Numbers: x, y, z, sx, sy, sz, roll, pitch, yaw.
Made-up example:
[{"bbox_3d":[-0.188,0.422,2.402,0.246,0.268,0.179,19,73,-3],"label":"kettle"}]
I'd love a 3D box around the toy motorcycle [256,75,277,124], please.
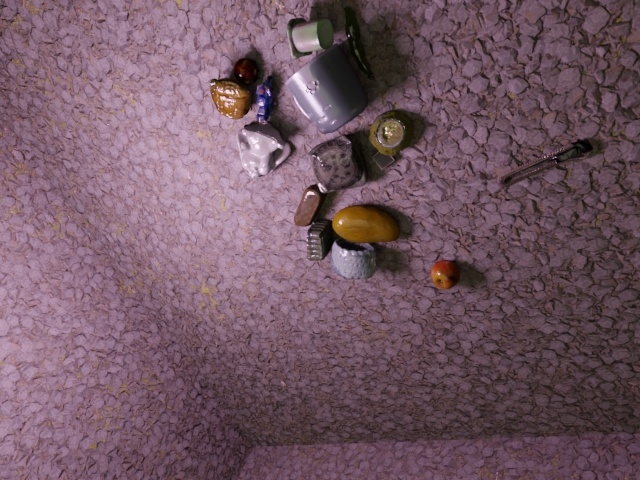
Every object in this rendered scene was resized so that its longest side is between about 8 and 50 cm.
[{"bbox_3d":[-0.252,-0.637,1.860,0.076,0.114,0.205,17,124,10],"label":"toy motorcycle"}]

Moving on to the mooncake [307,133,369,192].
[{"bbox_3d":[0.077,-0.347,1.900,0.250,0.136,0.254,-12,115,22],"label":"mooncake"}]

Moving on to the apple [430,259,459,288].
[{"bbox_3d":[0.612,0.171,2.014,0.146,0.146,0.146,10,122,15],"label":"apple"}]

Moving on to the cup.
[{"bbox_3d":[0.013,-0.602,1.725,0.274,0.259,0.356,54,154,-15],"label":"cup"}]

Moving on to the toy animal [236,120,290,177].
[{"bbox_3d":[-0.295,-0.440,1.966,0.249,0.174,0.289,40,125,-20],"label":"toy animal"}]

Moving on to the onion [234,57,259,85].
[{"bbox_3d":[-0.332,-0.752,1.828,0.118,0.118,0.117,1,116,20],"label":"onion"}]

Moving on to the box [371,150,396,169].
[{"bbox_3d":[0.286,-0.376,1.863,0.083,0.035,0.079,-36,103,33],"label":"box"}]

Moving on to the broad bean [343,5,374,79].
[{"bbox_3d":[0.146,-0.790,1.662,0.060,0.043,0.297,-16,114,16],"label":"broad bean"}]

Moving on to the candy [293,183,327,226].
[{"bbox_3d":[-0.053,-0.175,2.073,0.102,0.104,0.234,30,125,8],"label":"candy"}]

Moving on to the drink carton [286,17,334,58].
[{"bbox_3d":[-0.033,-0.814,1.627,0.142,0.146,0.144,12,124,38],"label":"drink carton"}]

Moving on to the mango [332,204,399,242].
[{"bbox_3d":[0.220,-0.082,2.011,0.331,0.142,0.195,1,124,12],"label":"mango"}]

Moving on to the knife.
[{"bbox_3d":[0.903,-0.304,1.670,0.365,0.043,0.089,-23,108,31],"label":"knife"}]

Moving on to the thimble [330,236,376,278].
[{"bbox_3d":[0.172,0.086,2.084,0.250,0.205,0.172,21,120,28],"label":"thimble"}]

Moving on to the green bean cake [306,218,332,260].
[{"bbox_3d":[0.000,0.000,2.116,0.094,0.173,0.181,7,119,18],"label":"green bean cake"}]

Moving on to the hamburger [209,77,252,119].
[{"bbox_3d":[-0.407,-0.642,1.866,0.183,0.130,0.206,13,165,2],"label":"hamburger"}]

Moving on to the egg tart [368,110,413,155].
[{"bbox_3d":[0.303,-0.464,1.763,0.197,0.078,0.197,3,103,14],"label":"egg tart"}]
